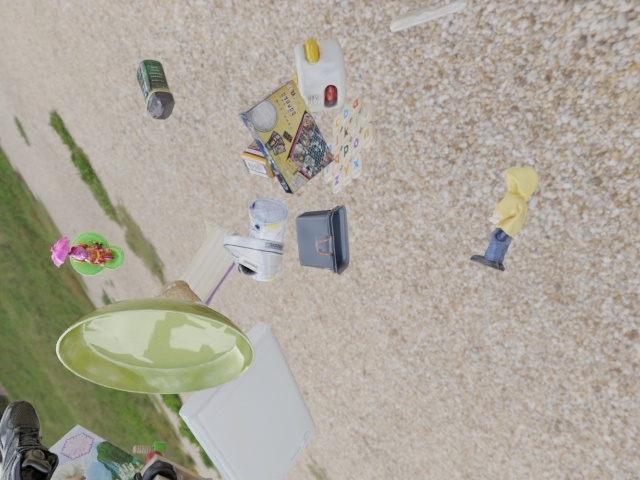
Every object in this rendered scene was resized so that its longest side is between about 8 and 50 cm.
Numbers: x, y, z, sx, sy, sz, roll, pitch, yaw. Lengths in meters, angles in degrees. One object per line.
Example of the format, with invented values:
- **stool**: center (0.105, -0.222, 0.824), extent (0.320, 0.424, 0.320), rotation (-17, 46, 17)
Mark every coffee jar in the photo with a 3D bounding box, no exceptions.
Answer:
- **coffee jar**: center (-0.515, -0.469, 1.604), extent (0.096, 0.079, 0.185), rotation (-52, 53, 43)

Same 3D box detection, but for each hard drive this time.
- **hard drive**: center (-0.113, 0.324, 0.922), extent (0.040, 0.203, 0.308), rotation (12, 135, 36)

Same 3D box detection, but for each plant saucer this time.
- **plant saucer**: center (-0.206, 0.136, 0.664), extent (0.241, 0.240, 0.037), rotation (99, 168, -51)

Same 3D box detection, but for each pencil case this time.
- **pencil case**: center (-0.162, 0.003, 1.540), extent (0.113, 0.124, 0.273), rotation (11, 138, 1)

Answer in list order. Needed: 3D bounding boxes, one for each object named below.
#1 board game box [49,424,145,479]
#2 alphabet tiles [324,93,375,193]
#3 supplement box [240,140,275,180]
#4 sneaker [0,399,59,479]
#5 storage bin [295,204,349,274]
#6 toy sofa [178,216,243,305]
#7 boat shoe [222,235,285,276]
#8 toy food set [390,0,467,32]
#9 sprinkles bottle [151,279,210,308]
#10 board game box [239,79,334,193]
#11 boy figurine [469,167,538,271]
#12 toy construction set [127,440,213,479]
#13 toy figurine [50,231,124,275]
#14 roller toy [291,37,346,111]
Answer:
- **board game box**: center (-0.517, 0.577, 1.071), extent (0.317, 0.318, 0.066), rotation (17, 123, 21)
- **alphabet tiles**: center (0.086, -0.296, 1.585), extent (0.284, 0.021, 0.278), rotation (-35, 49, 55)
- **supplement box**: center (-0.150, -0.291, 1.634), extent (0.104, 0.188, 0.081), rotation (21, 149, 28)
- **sneaker**: center (-0.573, 0.409, 1.014), extent (0.087, 0.130, 0.228), rotation (29, -149, -44)
- **storage bin**: center (0.000, 0.000, 1.057), extent (0.091, 0.098, 0.135), rotation (1, 108, 23)
- **toy sofa**: center (-0.347, 0.129, 1.544), extent (0.177, 0.363, 0.150), rotation (28, 169, 22)
- **boat shoe**: center (-0.160, 0.039, 1.185), extent (0.267, 0.096, 0.088), rotation (5, 85, 57)
- **toy food set**: center (0.148, -0.430, 0.743), extent (0.071, 0.128, 0.218), rotation (26, -119, -69)
- **sprinkles bottle**: center (-0.263, 0.244, 1.218), extent (0.355, 0.121, 0.121), rotation (40, 148, 25)
- **board game box**: center (-0.081, -0.268, 1.344), extent (0.042, 0.165, 0.243), rotation (14, 140, 55)
- **boy figurine**: center (0.493, -0.062, 1.370), extent (0.092, 0.177, 0.286), rotation (22, 97, 37)
- **toy construction set**: center (-0.214, 0.515, 0.908), extent (0.308, 0.237, 0.258), rotation (-25, 53, 59)
- **toy figurine**: center (-0.670, 0.041, 1.442), extent (0.173, 0.130, 0.159), rotation (10, 179, 7)
- **roller toy**: center (-0.009, -0.468, 1.469), extent (0.209, 0.146, 0.191), rotation (-112, 16, -77)
